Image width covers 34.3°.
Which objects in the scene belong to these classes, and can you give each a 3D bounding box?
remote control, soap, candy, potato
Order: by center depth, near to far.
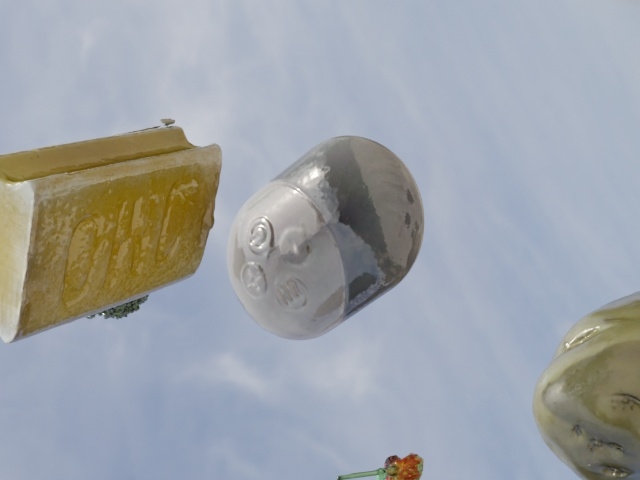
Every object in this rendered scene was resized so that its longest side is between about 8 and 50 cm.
[{"bbox_3d":[-0.221,-0.017,1.039,0.089,0.173,0.274,26,-155,25],"label":"soap"},{"bbox_3d":[0.400,0.188,1.300,0.221,0.243,0.326,33,-156,22],"label":"potato"},{"bbox_3d":[0.074,0.297,1.322,0.184,0.055,0.049,11,-139,-55],"label":"candy"},{"bbox_3d":[0.000,0.000,1.403,0.103,0.332,0.221,-12,-111,-57],"label":"remote control"}]

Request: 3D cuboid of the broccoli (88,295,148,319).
[{"bbox_3d":[-0.329,0.025,1.521,0.118,0.122,0.204,-28,-123,-32],"label":"broccoli"}]
